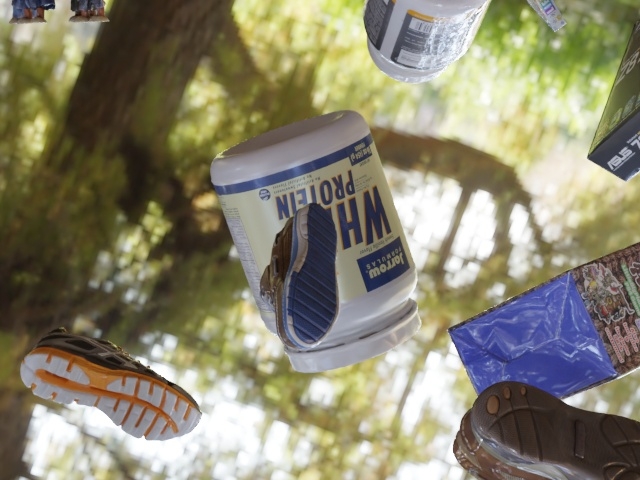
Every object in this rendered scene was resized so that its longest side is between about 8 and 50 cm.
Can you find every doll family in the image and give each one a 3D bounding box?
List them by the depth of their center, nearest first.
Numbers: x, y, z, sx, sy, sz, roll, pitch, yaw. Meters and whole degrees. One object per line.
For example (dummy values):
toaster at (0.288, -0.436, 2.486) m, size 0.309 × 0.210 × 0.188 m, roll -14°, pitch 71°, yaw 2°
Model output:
doll family at (-0.297, -0.299, 1.603) m, size 0.193 × 0.111 × 0.076 m, roll 2°, pitch -169°, yaw 25°

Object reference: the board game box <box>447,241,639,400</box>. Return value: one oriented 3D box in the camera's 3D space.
board game box at (0.356, 0.105, 1.855) m, size 0.291 × 0.141 × 0.232 m, roll -18°, pitch 170°, yaw -42°

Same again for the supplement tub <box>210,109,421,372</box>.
supplement tub at (0.000, 0.000, 2.040) m, size 0.235 × 0.325 × 0.235 m, roll -19°, pitch -170°, yaw 4°

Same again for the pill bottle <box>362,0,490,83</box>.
pill bottle at (0.142, -0.323, 1.932) m, size 0.162 × 0.162 × 0.278 m, roll 20°, pitch 164°, yaw 0°

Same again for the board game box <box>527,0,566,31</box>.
board game box at (0.365, -0.443, 2.490) m, size 0.154 × 0.026 × 0.103 m, roll 47°, pitch -170°, yaw -45°

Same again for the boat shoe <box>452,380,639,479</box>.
boat shoe at (0.296, 0.261, 1.612) m, size 0.324 × 0.116 × 0.123 m, roll 27°, pitch -132°, yaw -9°

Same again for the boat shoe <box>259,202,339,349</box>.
boat shoe at (-0.023, 0.045, 1.435) m, size 0.066 × 0.066 × 0.183 m, roll 41°, pitch -144°, yaw -25°

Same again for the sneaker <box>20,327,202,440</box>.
sneaker at (-0.234, 0.159, 1.654) m, size 0.215 × 0.084 × 0.083 m, roll 25°, pitch -152°, yaw -10°

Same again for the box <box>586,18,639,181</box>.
box at (0.595, -0.311, 2.298) m, size 0.097 × 0.318 × 0.395 m, roll 29°, pitch 152°, yaw -6°
